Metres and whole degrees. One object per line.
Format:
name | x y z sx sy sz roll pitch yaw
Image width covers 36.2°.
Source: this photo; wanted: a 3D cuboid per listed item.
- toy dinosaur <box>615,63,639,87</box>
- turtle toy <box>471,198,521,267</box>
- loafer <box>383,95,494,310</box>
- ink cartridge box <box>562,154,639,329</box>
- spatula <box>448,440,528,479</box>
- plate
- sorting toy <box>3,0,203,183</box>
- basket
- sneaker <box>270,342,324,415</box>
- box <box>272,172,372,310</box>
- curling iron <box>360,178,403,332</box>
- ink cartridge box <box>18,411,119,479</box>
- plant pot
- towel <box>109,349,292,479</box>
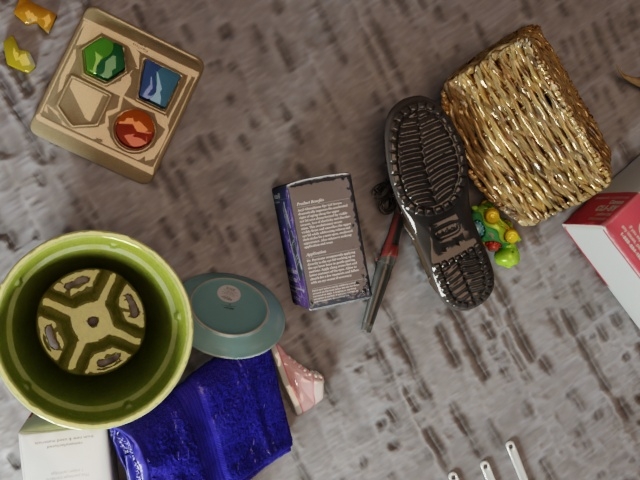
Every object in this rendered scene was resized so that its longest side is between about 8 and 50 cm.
toy dinosaur | 0.610 -0.277 1.789 0.183 0.053 0.093 -3 75 -20
turtle toy | 0.304 -0.010 1.702 0.066 0.095 0.130 -42 99 12
loafer | 0.180 -0.060 1.647 0.133 0.130 0.366 -16 100 -9
ink cartridge box | 0.676 -0.044 1.739 0.384 0.160 0.279 -41 98 -9
spatula | 0.327 0.494 1.740 0.168 0.019 0.242 -24 96 -10
plate | -0.147 0.111 1.565 0.188 0.188 0.024 5 132 -12
sorting toy | -0.368 -0.254 1.572 0.307 0.041 0.229 25 85 -11
basket | 0.350 -0.194 1.703 0.213 0.223 0.299 -30 98 23
sneaker | -0.037 0.220 1.644 0.070 0.051 0.134 -25 99 -13
box | 0.000 0.000 1.598 0.108 0.153 0.207 -11 92 -11
curling iron | 0.103 0.023 1.679 0.068 0.035 0.274 12 87 -15
ink cartridge box | -0.368 0.408 1.483 0.131 0.226 0.306 -7 93 -11
plant pot | -0.343 0.128 1.469 0.276 0.254 0.276 1 88 -14
towel | -0.168 0.307 1.506 0.308 0.076 0.228 -32 123 -42
